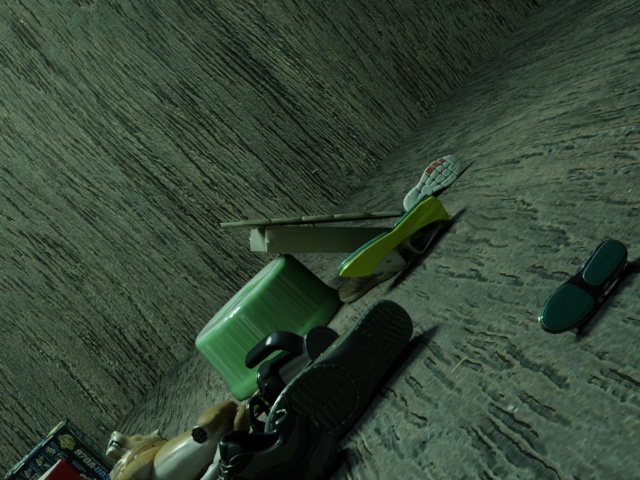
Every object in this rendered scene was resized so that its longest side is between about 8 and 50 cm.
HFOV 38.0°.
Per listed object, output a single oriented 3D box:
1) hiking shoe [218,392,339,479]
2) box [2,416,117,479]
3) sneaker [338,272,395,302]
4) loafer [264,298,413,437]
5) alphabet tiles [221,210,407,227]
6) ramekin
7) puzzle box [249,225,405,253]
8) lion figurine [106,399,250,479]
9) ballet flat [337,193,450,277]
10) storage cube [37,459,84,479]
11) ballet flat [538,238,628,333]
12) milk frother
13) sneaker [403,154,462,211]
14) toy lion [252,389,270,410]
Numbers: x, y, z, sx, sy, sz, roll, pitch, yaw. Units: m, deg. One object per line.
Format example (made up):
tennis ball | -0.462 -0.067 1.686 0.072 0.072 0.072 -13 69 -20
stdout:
hiking shoe | -0.089 0.280 1.090 0.227 0.114 0.086 -44 5 3
box | -0.498 0.494 1.873 0.175 0.220 0.051 -45 11 -1
sneaker | 0.081 0.053 1.742 0.188 0.071 0.066 -37 9 48
loafer | 0.025 0.184 1.201 0.251 0.094 0.087 -42 -7 -25
alphabet tiles | -0.001 -0.040 1.779 0.342 0.011 0.285 -3 0 13
ramekin | -0.114 0.166 1.901 0.303 0.148 0.303 -44 6 6
puzzle box | 0.000 0.000 1.931 0.409 0.272 0.052 178 93 -82
lion figurine | -0.220 0.354 1.540 0.392 0.142 0.240 -26 6 25
ballet flat | 0.137 0.008 1.628 0.231 0.077 0.077 -38 -12 -19
storage cube | -0.446 0.515 1.507 0.183 0.193 0.215 -41 5 25
ballet flat | 0.245 0.049 0.865 0.114 0.041 0.041 -45 6 -13
milk frother | -0.040 0.217 1.400 0.134 0.129 0.143 -40 50 40
sneaker | 0.239 -0.126 2.001 0.158 0.061 0.065 -42 0 10
toy lion | -0.114 0.288 1.647 0.100 0.034 0.096 -44 -1 5
